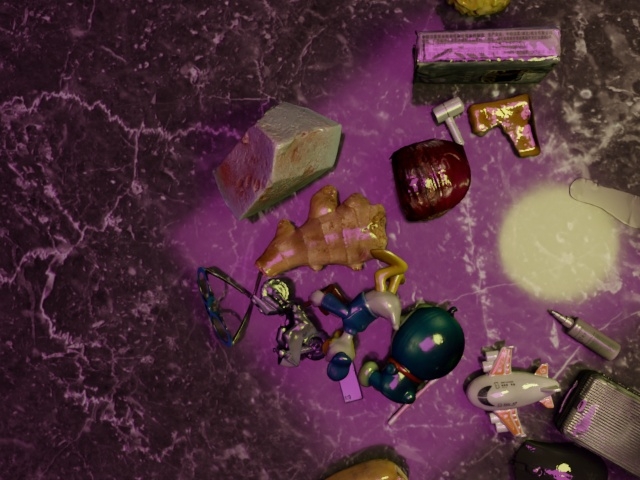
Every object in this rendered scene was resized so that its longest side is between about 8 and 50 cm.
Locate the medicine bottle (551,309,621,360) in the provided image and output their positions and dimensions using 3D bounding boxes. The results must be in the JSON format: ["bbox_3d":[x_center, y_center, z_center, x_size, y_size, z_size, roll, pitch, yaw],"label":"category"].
[{"bbox_3d":[0.708,0.248,1.880,0.199,0.057,0.057,35,92,5],"label":"medicine bottle"}]

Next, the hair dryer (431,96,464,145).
[{"bbox_3d":[0.372,-0.322,1.937,0.082,0.047,0.137,-24,92,4],"label":"hair dryer"}]

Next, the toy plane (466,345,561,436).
[{"bbox_3d":[0.514,0.403,1.869,0.244,0.117,0.245,0,90,5],"label":"toy plane"}]

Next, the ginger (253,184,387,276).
[{"bbox_3d":[-0.004,-0.024,1.908,0.375,0.166,0.236,-7,102,-6],"label":"ginger"}]

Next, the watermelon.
[{"bbox_3d":[-0.123,-0.235,1.878,0.387,0.258,0.228,-37,87,0],"label":"watermelon"}]

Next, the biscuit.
[{"bbox_3d":[0.506,-0.310,1.925,0.183,0.039,0.174,-6,90,6],"label":"biscuit"}]

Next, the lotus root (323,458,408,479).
[{"bbox_3d":[0.081,0.710,1.893,0.342,0.151,0.169,-25,71,9],"label":"lotus root"}]

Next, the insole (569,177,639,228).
[{"bbox_3d":[0.804,-0.103,1.905,0.253,0.005,0.086,25,90,5],"label":"insole"}]

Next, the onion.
[{"bbox_3d":[0.301,-0.167,1.864,0.206,0.207,0.216,-16,93,9],"label":"onion"}]

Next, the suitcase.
[{"bbox_3d":[0.789,0.488,1.831,0.312,0.128,0.202,30,91,7],"label":"suitcase"}]

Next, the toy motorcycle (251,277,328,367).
[{"bbox_3d":[-0.097,0.241,1.927,0.159,0.106,0.270,-40,97,-15],"label":"toy motorcycle"}]

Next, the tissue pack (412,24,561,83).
[{"bbox_3d":[0.423,-0.483,1.828,0.361,0.259,0.122,1,92,5],"label":"tissue pack"}]

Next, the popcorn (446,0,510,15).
[{"bbox_3d":[0.426,-0.724,1.851,0.249,0.225,0.249,0,84,3],"label":"popcorn"}]

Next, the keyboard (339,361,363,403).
[{"bbox_3d":[0.071,0.368,1.966,0.055,0.014,0.176,-16,87,5],"label":"keyboard"}]

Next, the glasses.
[{"bbox_3d":[-0.242,0.162,1.959,0.207,0.102,0.239,-25,86,5],"label":"glasses"}]

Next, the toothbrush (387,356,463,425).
[{"bbox_3d":[0.289,0.411,1.940,0.286,0.020,0.025,-45,82,3],"label":"toothbrush"}]

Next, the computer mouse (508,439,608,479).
[{"bbox_3d":[0.642,0.618,1.869,0.264,0.088,0.147,3,87,9],"label":"computer mouse"}]

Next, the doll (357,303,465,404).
[{"bbox_3d":[0.261,0.304,1.856,0.186,0.198,0.322,42,103,41],"label":"doll"}]

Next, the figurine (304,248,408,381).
[{"bbox_3d":[0.068,0.202,1.841,0.283,0.204,0.338,8,66,31],"label":"figurine"}]
